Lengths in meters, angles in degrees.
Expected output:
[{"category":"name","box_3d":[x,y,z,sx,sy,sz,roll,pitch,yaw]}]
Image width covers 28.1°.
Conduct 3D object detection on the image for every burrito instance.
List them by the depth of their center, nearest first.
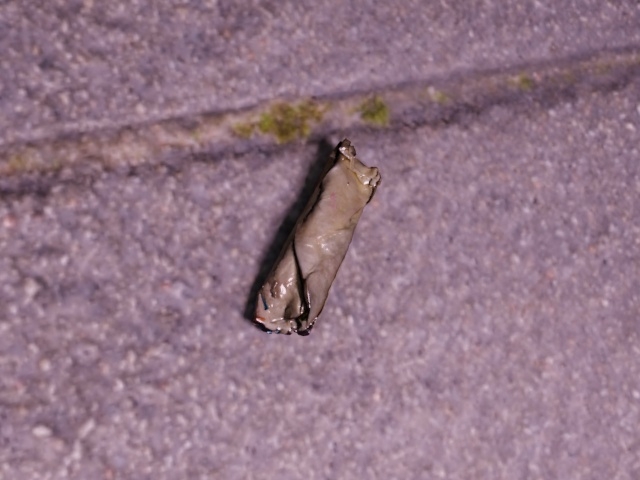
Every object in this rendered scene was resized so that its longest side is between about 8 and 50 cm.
[{"category":"burrito","box_3d":[-0.001,0.001,1.023,0.051,0.042,0.171,30,65,-12]}]
